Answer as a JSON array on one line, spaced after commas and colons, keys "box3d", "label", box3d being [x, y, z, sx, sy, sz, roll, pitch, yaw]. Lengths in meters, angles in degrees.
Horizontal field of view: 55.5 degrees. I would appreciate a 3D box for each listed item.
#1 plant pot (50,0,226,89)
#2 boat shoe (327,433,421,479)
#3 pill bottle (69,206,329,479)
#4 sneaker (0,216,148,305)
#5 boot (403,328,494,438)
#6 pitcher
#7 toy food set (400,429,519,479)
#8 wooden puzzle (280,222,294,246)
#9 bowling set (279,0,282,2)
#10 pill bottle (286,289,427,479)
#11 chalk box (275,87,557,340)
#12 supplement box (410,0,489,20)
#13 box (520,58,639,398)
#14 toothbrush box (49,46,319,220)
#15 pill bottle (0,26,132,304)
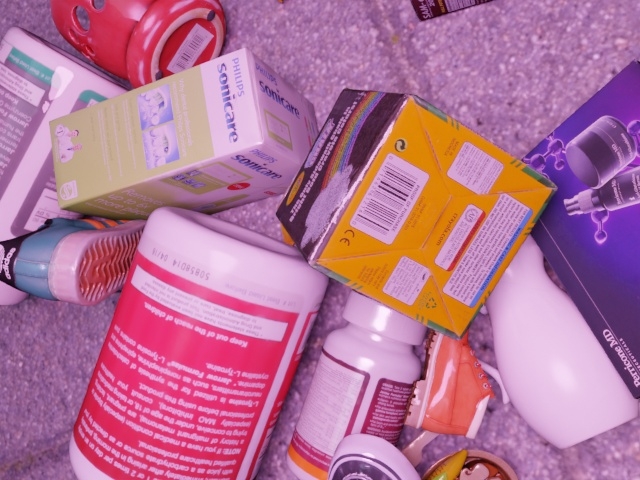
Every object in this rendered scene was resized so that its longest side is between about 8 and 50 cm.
[{"box3d": [-0.243, -0.308, 0.848, 0.174, 0.191, 0.191, 40, 99, 17], "label": "plant pot"}, {"box3d": [0.050, 0.346, 0.619, 0.108, 0.102, 0.301, 5, 110, 22], "label": "boat shoe"}, {"box3d": [-0.160, 0.182, 0.739, 0.229, 0.229, 0.407, 22, 93, 21], "label": "pill bottle"}, {"box3d": [-0.290, 0.016, 0.763, 0.121, 0.302, 0.108, 10, 90, 4], "label": "sneaker"}, {"box3d": [0.150, 0.132, 0.654, 0.085, 0.059, 0.157, 16, 86, 9], "label": "boot"}, {"box3d": [0.227, 0.124, 0.671, 0.178, 0.125, 0.207, -42, 60, 33], "label": "pitcher"}, {"box3d": [0.161, 0.294, 0.662, 0.132, 0.038, 0.192, -44, 96, -1], "label": "toy food set"}, {"box3d": [0.000, 0.000, 0.816, 0.116, 0.014, 0.078, -6, 82, 20], "label": "wooden puzzle"}, {"box3d": [-0.049, -0.499, 0.807, 0.154, 0.287, 0.200, 33, 63, 14], "label": "bowling set"}, {"box3d": [0.048, 0.178, 0.721, 0.121, 0.121, 0.221, 19, 91, 22], "label": "pill bottle"}, {"box3d": [0.075, -0.049, 0.678, 0.179, 0.289, 0.180, 28, 98, -17], "label": "chalk box"}, {"box3d": [0.221, -0.372, 0.740, 0.239, 0.073, 0.130, -10, 80, 19], "label": "supplement box"}, {"box3d": [0.323, -0.010, 0.587, 0.184, 0.103, 0.261, -49, 54, 40], "label": "box"}, {"box3d": [-0.162, -0.114, 0.787, 0.283, 0.206, 0.122, -15, 79, 18], "label": "toothbrush box"}, {"box3d": [-0.432, -0.101, 0.889, 0.204, 0.204, 0.361, 33, 96, 21], "label": "pill bottle"}]
